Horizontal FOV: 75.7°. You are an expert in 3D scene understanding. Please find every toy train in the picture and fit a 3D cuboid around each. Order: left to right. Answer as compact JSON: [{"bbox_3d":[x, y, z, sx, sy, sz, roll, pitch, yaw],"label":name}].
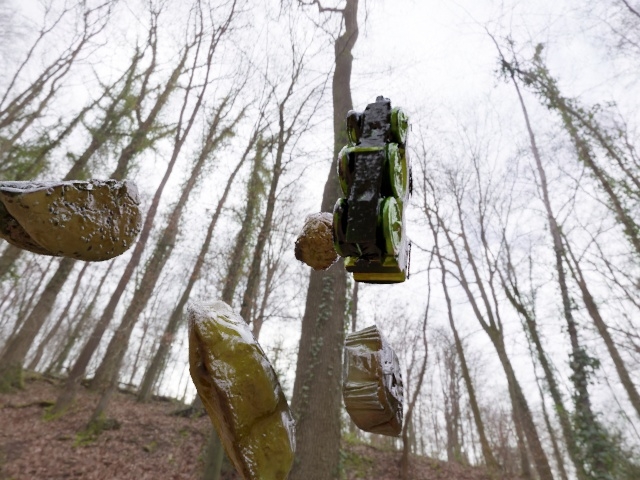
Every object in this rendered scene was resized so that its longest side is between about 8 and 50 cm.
[{"bbox_3d":[0.090,-0.081,0.644,0.100,0.297,0.161,-1,-28,23],"label":"toy train"}]

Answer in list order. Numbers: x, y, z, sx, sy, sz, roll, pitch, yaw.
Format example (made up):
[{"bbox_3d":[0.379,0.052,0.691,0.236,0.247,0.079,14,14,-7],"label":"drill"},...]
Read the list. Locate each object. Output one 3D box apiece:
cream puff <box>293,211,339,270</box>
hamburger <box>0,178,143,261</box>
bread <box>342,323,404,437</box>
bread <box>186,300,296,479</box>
[{"bbox_3d":[0.000,0.000,0.858,0.104,0.120,0.133,21,-13,6],"label":"cream puff"},{"bbox_3d":[-0.520,-0.042,0.867,0.167,0.288,0.193,-3,-80,28],"label":"hamburger"},{"bbox_3d":[0.129,0.328,0.964,0.109,0.210,0.192,-15,-53,20],"label":"bread"},{"bbox_3d":[-0.094,0.175,0.477,0.160,0.088,0.233,-12,-79,63],"label":"bread"}]
